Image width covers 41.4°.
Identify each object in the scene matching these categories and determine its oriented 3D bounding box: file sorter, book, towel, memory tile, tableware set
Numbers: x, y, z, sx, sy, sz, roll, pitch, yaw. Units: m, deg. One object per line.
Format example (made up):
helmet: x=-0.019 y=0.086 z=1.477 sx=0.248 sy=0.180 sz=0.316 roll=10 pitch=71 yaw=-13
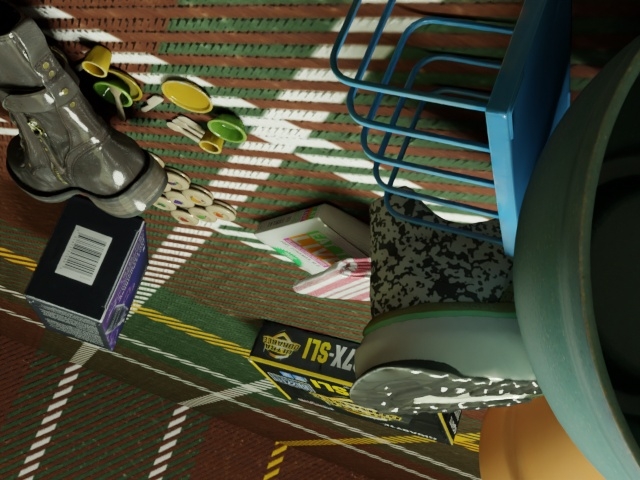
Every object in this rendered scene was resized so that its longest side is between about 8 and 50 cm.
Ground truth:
file sorter: x=0.085 y=-0.087 z=0.510 sx=0.104 sy=0.118 sz=0.170 roll=15 pitch=160 yaw=22
book: x=0.000 y=0.000 z=0.939 sx=0.096 sy=0.035 sz=0.144 roll=33 pitch=158 yaw=-23
towel: x=0.082 y=0.042 z=0.890 sx=0.197 sy=0.029 sz=0.144 roll=6 pitch=166 yaw=-19
memory tile: x=-0.175 y=-0.057 z=0.972 sx=0.113 sy=0.012 sz=0.148 roll=-3 pitch=150 yaw=46
tableware set: x=-0.144 y=-0.122 z=0.759 sx=0.154 sy=0.024 sz=0.104 roll=31 pitch=157 yaw=-28

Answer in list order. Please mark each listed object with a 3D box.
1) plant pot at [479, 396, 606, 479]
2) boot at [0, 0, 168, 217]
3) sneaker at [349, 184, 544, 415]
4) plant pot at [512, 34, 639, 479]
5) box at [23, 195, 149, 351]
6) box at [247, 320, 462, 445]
plant pot: x=0.326 y=0.198 z=0.832 sx=0.290 sy=0.291 sz=0.203 roll=19 pitch=144 yaw=1
boot: x=-0.270 y=-0.133 z=0.781 sx=0.263 sy=0.091 sz=0.229 roll=13 pitch=150 yaw=41
sneaker: x=0.212 y=0.020 z=0.632 sx=0.410 sy=0.182 sz=0.158 roll=-1 pitch=163 yaw=-19
plant pot: x=0.223 y=0.020 z=0.446 sx=0.293 sy=0.293 sz=0.196 roll=23 pitch=171 yaw=-9
box: x=-0.317 y=0.051 z=1.180 sx=0.108 sy=0.153 sz=0.207 roll=20 pitch=161 yaw=-2
box: x=0.067 y=0.245 z=1.440 sx=0.322 sy=0.079 sz=0.257 roll=12 pitch=157 yaw=19
